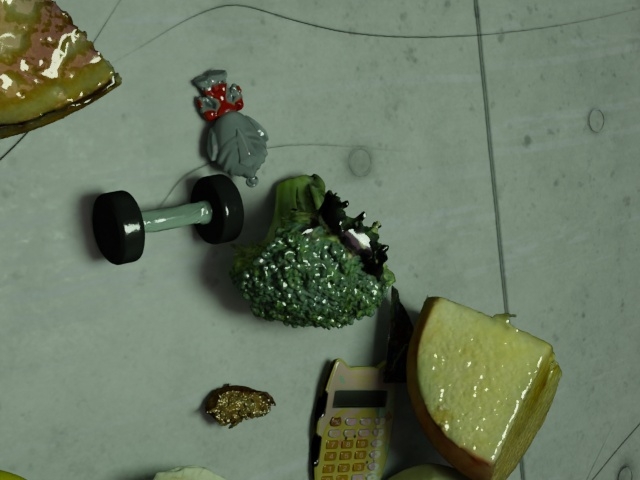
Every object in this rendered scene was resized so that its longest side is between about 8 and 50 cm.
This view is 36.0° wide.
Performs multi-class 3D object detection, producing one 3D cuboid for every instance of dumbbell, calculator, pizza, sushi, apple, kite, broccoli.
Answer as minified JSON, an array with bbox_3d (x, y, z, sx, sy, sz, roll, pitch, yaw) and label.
[{"bbox_3d":[-0.209,-0.030,1.362,0.191,0.100,0.100,-13,100,-33],"label":"dumbbell"},{"bbox_3d":[0.052,0.307,1.604,0.157,0.033,0.237,7,90,-36],"label":"calculator"},{"bbox_3d":[-0.470,-0.309,1.152,0.439,0.130,0.406,-9,97,-24],"label":"pizza"},{"bbox_3d":[-0.122,0.244,1.460,0.118,0.060,0.062,-17,107,-32],"label":"sushi"},{"bbox_3d":[0.272,0.238,1.597,0.252,0.309,0.314,-20,69,4],"label":"apple"},{"bbox_3d":[0.149,0.179,1.652,0.189,0.009,0.232,-51,129,-40],"label":"kite"},{"bbox_3d":[0.000,0.000,1.442,0.263,0.247,0.243,5,46,-21],"label":"broccoli"}]

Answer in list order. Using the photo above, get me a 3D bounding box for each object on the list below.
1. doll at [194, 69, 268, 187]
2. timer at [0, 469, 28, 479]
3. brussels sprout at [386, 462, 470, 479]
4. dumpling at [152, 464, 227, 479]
[{"bbox_3d":[-0.128,-0.162,1.433,0.094,0.079,0.180,-23,92,-17],"label":"doll"},{"bbox_3d":[-0.388,0.399,1.174,0.285,0.285,0.285,-2,93,-35],"label":"timer"},{"bbox_3d":[0.224,0.529,1.581,0.355,0.281,0.289,51,48,-1],"label":"brussels sprout"},{"bbox_3d":[-0.193,0.428,1.386,0.179,0.131,0.252,-17,114,-56],"label":"dumpling"}]
